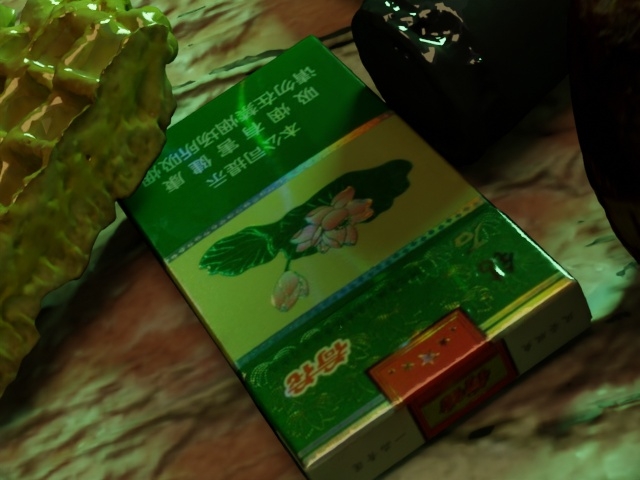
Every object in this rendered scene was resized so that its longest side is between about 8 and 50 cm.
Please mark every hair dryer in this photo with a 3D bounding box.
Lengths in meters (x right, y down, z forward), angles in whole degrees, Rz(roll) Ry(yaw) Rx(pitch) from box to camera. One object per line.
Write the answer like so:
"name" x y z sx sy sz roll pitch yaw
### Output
"hair dryer" 0.058 -0.153 0.741 0.197 0.089 0.251 -43 39 -16

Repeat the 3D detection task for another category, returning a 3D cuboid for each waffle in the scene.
"waffle" -0.182 -0.038 0.739 0.219 0.057 0.229 13 65 45

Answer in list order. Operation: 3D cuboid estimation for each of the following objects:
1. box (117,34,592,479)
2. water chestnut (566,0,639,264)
"box" 0.000 0.000 0.651 0.132 0.034 0.235 -33 43 -6
"water chestnut" 0.197 -0.055 0.500 0.223 0.238 0.224 -19 11 4
